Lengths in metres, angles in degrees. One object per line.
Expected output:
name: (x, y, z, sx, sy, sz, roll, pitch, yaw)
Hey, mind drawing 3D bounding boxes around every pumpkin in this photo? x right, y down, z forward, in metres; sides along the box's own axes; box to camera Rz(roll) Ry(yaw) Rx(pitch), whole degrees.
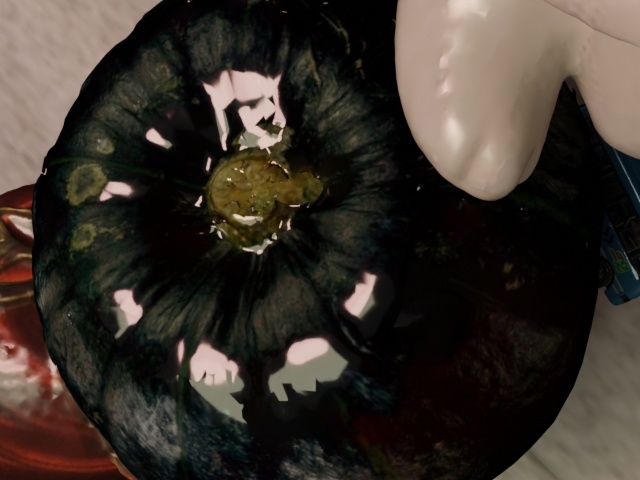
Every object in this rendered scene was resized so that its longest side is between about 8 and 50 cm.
pumpkin: (0.000, 0.000, 0.775, 0.233, 0.163, 0.233, -5, 72, 17)

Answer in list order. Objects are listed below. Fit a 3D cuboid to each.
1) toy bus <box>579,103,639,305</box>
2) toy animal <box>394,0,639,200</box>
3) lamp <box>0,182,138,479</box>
toy bus: (0.123, -0.018, 0.828, 0.046, 0.038, 0.083, -26, 90, 32)
toy animal: (0.182, -0.076, 0.604, 0.265, 0.272, 0.206, 37, 123, 53)
lamp: (-0.140, 0.052, 0.947, 0.215, 0.151, 0.223, 48, 125, 17)
